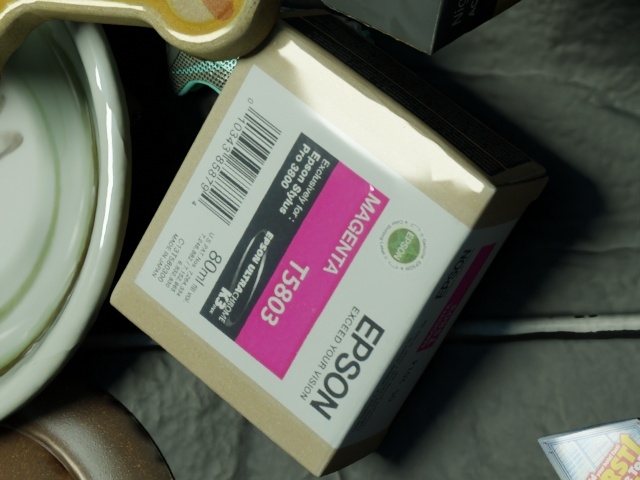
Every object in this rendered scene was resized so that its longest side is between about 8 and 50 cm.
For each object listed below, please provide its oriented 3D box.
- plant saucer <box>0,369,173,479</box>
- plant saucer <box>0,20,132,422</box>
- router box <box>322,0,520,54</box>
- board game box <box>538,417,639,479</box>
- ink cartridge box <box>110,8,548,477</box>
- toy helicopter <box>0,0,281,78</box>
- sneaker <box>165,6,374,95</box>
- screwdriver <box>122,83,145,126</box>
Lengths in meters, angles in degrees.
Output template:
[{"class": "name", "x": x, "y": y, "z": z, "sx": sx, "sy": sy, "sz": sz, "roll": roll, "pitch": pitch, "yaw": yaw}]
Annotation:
[{"class": "plant saucer", "x": -0.239, "y": 0.242, "z": 1.225, "sx": 0.310, "sy": 0.050, "sz": 0.311, "roll": -3, "pitch": 84, "yaw": 25}, {"class": "plant saucer", "x": -0.293, "y": -0.051, "z": 1.236, "sx": 0.400, "sy": 0.100, "sz": 0.400, "roll": 0, "pitch": 91, "yaw": 24}, {"class": "router box", "x": 0.122, "y": -0.286, "z": 0.930, "sx": 0.081, "sy": 0.243, "sz": 0.309, "roll": 29, "pitch": 130, "yaw": 24}, {"class": "board game box", "x": 0.237, "y": 0.152, "z": 1.007, "sx": 0.194, "sy": 0.060, "sz": 0.194, "roll": 46, "pitch": 104, "yaw": 20}, {"class": "ink cartridge box", "x": 0.000, "y": 0.000, "z": 1.082, "sx": 0.193, "sy": 0.088, "sz": 0.235, "roll": 38, "pitch": 114, "yaw": 19}, {"class": "toy helicopter", "x": -0.188, "y": -0.190, "z": 1.073, "sx": 0.355, "sy": 0.140, "sz": 0.235, "roll": 10, "pitch": 86, "yaw": 19}, {"class": "sneaker", "x": -0.037, "y": -0.124, "z": 1.165, "sx": 0.166, "sy": 0.065, "sz": 0.076, "roll": 11, "pitch": 107, "yaw": 28}, {"class": "screwdriver", "x": -0.187, "y": -0.141, "z": 1.248, "sx": 0.170, "sy": 0.024, "sz": 0.025, "roll": 45, "pitch": 133, "yaw": 23}]
